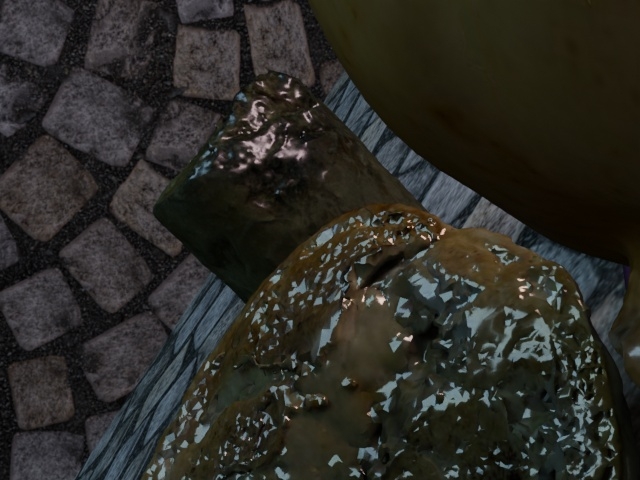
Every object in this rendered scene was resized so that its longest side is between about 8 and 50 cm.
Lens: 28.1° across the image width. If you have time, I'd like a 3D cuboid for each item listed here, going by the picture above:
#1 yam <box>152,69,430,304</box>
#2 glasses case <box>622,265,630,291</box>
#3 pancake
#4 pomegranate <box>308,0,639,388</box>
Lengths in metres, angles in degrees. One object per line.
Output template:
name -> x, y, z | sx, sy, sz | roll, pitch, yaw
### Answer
yam -> 0.000, 0.000, 1.182 | 0.195, 0.300, 0.195 | -44, 8, 7
glasses case -> 0.226, -0.005, 0.712 | 0.123, 0.076, 0.316 | -50, 11, 28
pancake -> 0.018, 0.162, 0.757 | 0.387, 0.082, 0.387 | -21, 55, 33
pomegranate -> 0.175, -0.131, 0.460 | 0.411, 0.411, 0.411 | -53, 10, 14
